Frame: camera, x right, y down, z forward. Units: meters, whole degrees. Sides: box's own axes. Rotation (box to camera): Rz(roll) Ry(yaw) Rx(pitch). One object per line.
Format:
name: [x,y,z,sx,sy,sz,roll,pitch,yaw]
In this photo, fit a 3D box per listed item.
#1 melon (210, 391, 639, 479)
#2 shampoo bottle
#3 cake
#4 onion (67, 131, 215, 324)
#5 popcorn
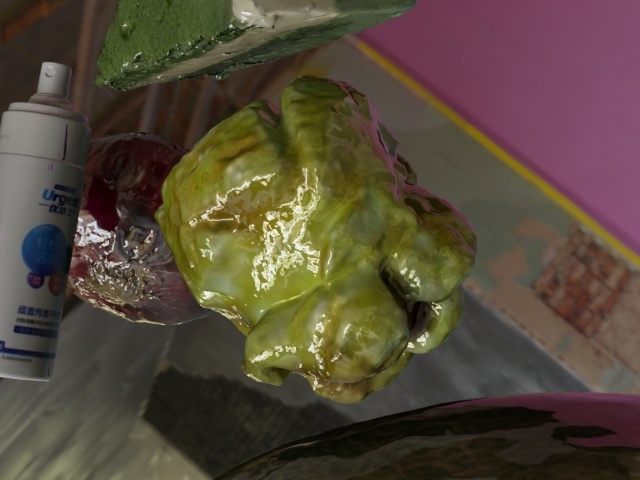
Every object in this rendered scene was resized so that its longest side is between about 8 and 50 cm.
melon: [0.069,0.174,0.401,0.248,0.329,0.248,180,90,-78]
shampoo bottle: [-0.278,-0.021,1.128,0.092,0.092,0.303,72,-153,-83]
cake: [-0.056,-0.164,0.890,0.158,0.172,0.283,-6,-34,-35]
onion: [-0.192,-0.015,1.298,0.190,0.246,0.246,-64,3,-32]
popcorn: [-0.001,0.007,0.987,0.225,0.276,0.276,-39,-4,8]
